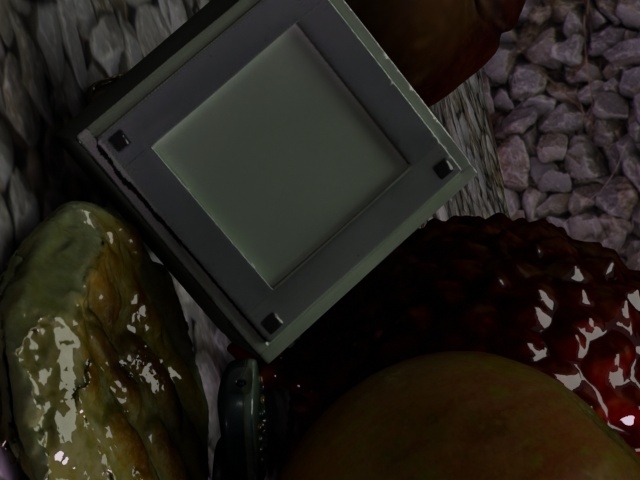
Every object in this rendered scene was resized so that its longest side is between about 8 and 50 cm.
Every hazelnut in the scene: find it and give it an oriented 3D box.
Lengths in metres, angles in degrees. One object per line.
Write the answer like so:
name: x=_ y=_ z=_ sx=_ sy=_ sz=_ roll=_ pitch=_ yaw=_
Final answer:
hazelnut: x=0.091 y=-0.318 z=2.031 sx=0.315 sy=0.372 sz=0.372 roll=34 pitch=24 yaw=-7

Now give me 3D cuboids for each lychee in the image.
lychee: x=0.144 y=0.174 z=1.623 sx=0.424 sy=0.499 sz=0.425 roll=-166 pitch=-90 yaw=-79

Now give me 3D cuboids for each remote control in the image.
remote control: x=-0.062 y=0.177 z=1.281 sx=0.222 sy=0.042 sz=0.072 roll=96 pitch=-4 yaw=-45

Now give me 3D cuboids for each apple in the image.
apple: x=0.112 y=0.257 z=1.255 sx=0.339 sy=0.339 sz=0.340 roll=-14 pitch=90 yaw=-76

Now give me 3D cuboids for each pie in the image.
pie: x=-0.148 y=0.116 z=1.211 sx=0.306 sy=0.071 sz=0.306 roll=-16 pitch=90 yaw=-76

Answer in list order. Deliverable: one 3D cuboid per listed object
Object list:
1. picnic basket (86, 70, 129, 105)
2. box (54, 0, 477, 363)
picnic basket: x=-0.102 y=-0.099 z=1.412 sx=0.079 sy=0.164 sz=0.115 roll=-80 pitch=154 yaw=-78
box: x=-0.042 y=-0.066 z=1.305 sx=0.225 sy=0.225 sz=0.117 roll=50 pitch=-10 yaw=-15
